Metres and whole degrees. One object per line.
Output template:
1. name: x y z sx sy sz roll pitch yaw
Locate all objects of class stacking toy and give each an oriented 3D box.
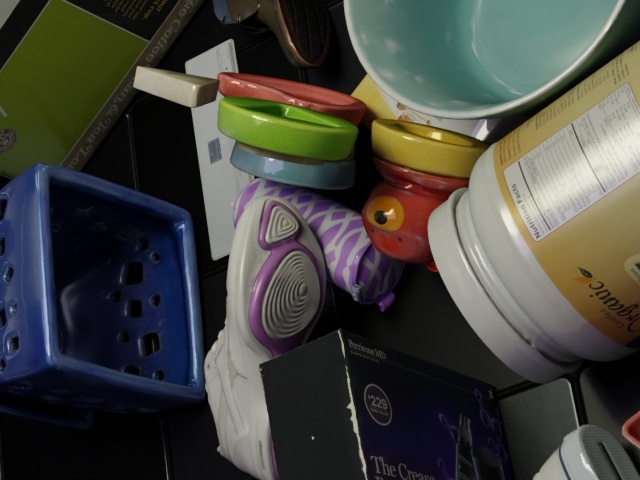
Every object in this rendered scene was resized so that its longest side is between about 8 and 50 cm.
1. stacking toy: -0.022 -0.070 1.854 0.309 0.279 0.130 24 106 47

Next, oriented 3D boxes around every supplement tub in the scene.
1. supplement tub: 0.275 -0.034 1.687 0.316 0.228 0.228 -36 57 24

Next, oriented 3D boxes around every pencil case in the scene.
1. pencil case: 0.000 0.000 1.988 0.086 0.088 0.206 -38 45 -25

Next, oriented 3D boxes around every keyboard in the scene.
1. keyboard: -0.110 -0.105 2.150 0.072 0.014 0.256 -27 60 34

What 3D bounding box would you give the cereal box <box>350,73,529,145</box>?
1. cereal box: 0.154 -0.181 1.945 0.240 0.047 0.173 -53 53 11

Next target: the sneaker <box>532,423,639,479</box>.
1. sneaker: 0.269 0.291 1.691 0.091 0.094 0.258 -51 45 36

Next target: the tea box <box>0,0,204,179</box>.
1. tea box: -0.361 -0.272 2.192 0.329 0.323 0.220 -52 52 11

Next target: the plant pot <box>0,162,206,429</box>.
1. plant pot: -0.282 0.077 2.086 0.212 0.236 0.236 -23 63 37

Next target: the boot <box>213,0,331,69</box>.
1. boot: -0.056 -0.247 2.119 0.106 0.082 0.219 -43 44 31

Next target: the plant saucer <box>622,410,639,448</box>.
1. plant saucer: 0.423 0.155 1.548 0.258 0.048 0.259 -35 40 -15

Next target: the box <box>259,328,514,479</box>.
1. box: 0.071 0.205 1.745 0.103 0.261 0.184 -28 61 28

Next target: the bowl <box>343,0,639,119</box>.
1. bowl: 0.193 -0.241 1.803 0.311 0.163 0.312 -10 71 31

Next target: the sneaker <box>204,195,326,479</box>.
1. sneaker: -0.073 0.103 1.941 0.152 0.114 0.305 13 108 48
